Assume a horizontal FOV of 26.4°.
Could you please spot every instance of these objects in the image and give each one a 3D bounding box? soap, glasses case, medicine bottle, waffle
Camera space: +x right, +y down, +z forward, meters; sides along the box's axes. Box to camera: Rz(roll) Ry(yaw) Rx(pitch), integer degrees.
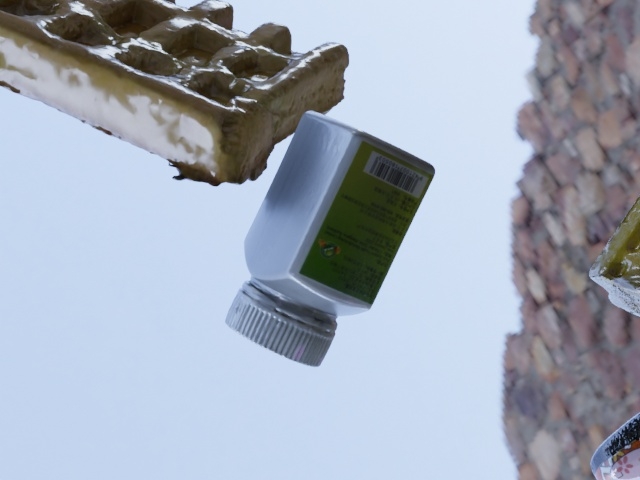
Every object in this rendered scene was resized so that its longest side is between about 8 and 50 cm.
[{"bbox_3d":[0.419,-0.029,1.436,0.257,0.160,0.080,-54,-48,-10],"label":"soap"},{"bbox_3d":[0.395,0.177,1.388,0.103,0.266,0.067,23,-144,-52],"label":"glasses case"},{"bbox_3d":[0.000,0.000,1.107,0.088,0.132,0.188,24,-86,-25],"label":"medicine bottle"},{"bbox_3d":[-0.168,-0.182,1.346,0.348,0.077,0.304,25,-152,14],"label":"waffle"}]
